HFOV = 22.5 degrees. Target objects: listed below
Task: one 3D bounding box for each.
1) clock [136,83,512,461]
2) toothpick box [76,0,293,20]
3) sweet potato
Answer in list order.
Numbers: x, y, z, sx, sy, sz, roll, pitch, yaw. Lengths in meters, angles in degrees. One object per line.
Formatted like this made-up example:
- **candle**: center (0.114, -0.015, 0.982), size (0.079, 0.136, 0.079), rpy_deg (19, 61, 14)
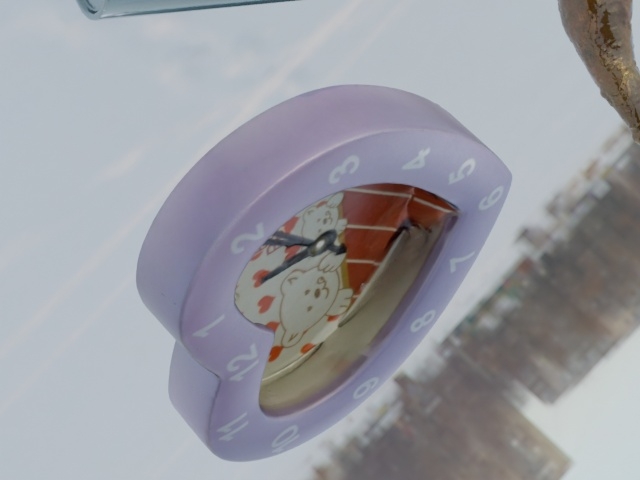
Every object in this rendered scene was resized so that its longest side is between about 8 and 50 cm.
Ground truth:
- **clock**: center (0.000, 0.000, 0.688), size (0.172, 0.064, 0.198), rpy_deg (-35, 150, -17)
- **toothpick box**: center (-0.021, -0.085, 0.413), size (0.083, 0.052, 0.052), rpy_deg (-10, 159, -21)
- **sweet potato**: center (0.179, -0.171, 1.052), size (0.068, 0.226, 0.068), rpy_deg (-26, -171, 4)
